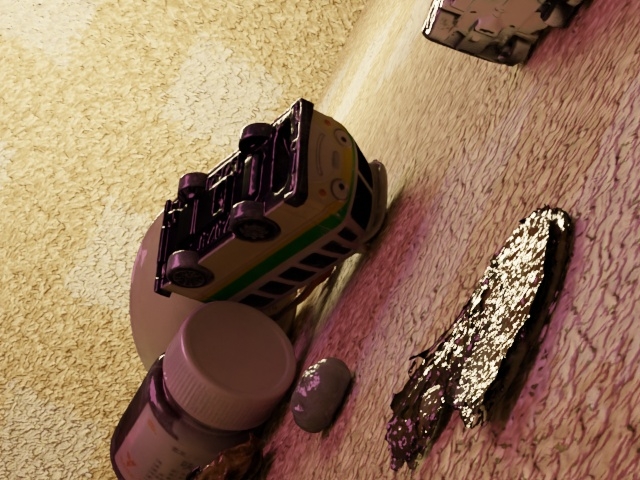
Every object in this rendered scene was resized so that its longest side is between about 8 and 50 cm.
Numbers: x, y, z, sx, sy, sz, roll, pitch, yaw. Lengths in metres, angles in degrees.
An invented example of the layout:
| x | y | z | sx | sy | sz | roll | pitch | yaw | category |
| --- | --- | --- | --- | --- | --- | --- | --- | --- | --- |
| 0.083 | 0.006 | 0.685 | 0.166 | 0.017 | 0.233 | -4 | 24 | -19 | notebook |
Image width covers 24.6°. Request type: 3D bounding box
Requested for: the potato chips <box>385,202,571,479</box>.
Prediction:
| x | y | z | sx | sy | sz | roll | pitch | yaw | category |
| --- | --- | --- | --- | --- | --- | --- | --- | --- | --- |
| 0.105 | 0.072 | 0.998 | 0.220 | 0.029 | 0.202 | -50 | 14 | 53 | potato chips |

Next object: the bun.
| x | y | z | sx | sy | sz | roll | pitch | yaw | category |
| --- | --- | --- | --- | --- | --- | --- | --- | --- | --- |
| -0.003 | 0.150 | 1.434 | 0.083 | 0.045 | 0.083 | -59 | 3 | 5 | bun |

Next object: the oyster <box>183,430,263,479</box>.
| x | y | z | sx | sy | sz | roll | pitch | yaw | category |
| --- | --- | --- | --- | --- | --- | --- | --- | --- | --- |
| -0.145 | 0.337 | 1.752 | 0.129 | 0.078 | 0.345 | -41 | -13 | -43 | oyster |

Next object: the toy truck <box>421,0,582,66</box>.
| x | y | z | sx | sy | sz | roll | pitch | yaw | category |
| --- | --- | --- | --- | --- | --- | --- | --- | --- | --- |
| 0.177 | -0.255 | 1.299 | 0.270 | 0.114 | 0.135 | 134 | 153 | -71 | toy truck |

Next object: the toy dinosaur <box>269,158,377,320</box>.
| x | y | z | sx | sy | sz | roll | pitch | yaw | category |
| --- | --- | --- | --- | --- | --- | --- | --- | --- | --- |
| 0.005 | 0.003 | 1.939 | 0.101 | 0.055 | 0.279 | -36 | 26 | 53 | toy dinosaur |

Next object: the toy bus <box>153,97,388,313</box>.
| x | y | z | sx | sy | sz | roll | pitch | yaw | category |
| --- | --- | --- | --- | --- | --- | --- | --- | --- | --- |
| -0.055 | -0.026 | 1.777 | 0.305 | 0.179 | 0.143 | -34 | 41 | 44 | toy bus |

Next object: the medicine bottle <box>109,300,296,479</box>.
| x | y | z | sx | sy | sz | roll | pitch | yaw | category |
| --- | --- | --- | --- | --- | --- | --- | --- | --- | --- |
| -0.150 | 0.212 | 1.839 | 0.273 | 0.165 | 0.165 | -55 | 10 | 44 | medicine bottle |

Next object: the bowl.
| x | y | z | sx | sy | sz | roll | pitch | yaw | category |
| --- | --- | --- | --- | --- | --- | --- | --- | --- | --- |
| -0.125 | 0.079 | 1.998 | 0.277 | 0.145 | 0.277 | -12 | -76 | -57 | bowl |
